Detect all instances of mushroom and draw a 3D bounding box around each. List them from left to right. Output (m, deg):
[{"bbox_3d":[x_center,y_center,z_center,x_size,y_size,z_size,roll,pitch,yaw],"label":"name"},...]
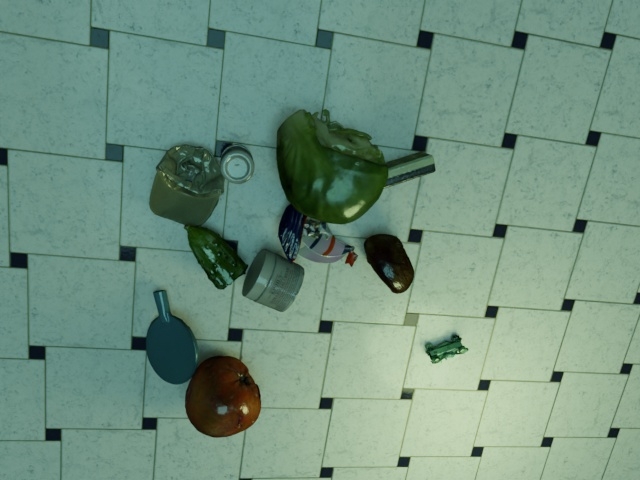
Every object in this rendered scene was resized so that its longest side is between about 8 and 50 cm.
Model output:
[{"bbox_3d":[0.250,0.074,1.753,0.138,0.194,0.231,-40,121,4],"label":"mushroom"}]

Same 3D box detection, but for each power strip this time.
[{"bbox_3d":[0.249,-0.230,1.701,0.257,0.105,0.070,-19,108,-4],"label":"power strip"}]

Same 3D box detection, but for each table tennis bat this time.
[{"bbox_3d":[-0.516,0.331,1.726,0.215,0.044,0.329,-9,93,25],"label":"table tennis bat"}]

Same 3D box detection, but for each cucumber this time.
[{"bbox_3d":[-0.361,0.040,1.670,0.134,0.134,0.244,-38,106,3],"label":"cucumber"}]

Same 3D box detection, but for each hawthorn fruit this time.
[{"bbox_3d":[-0.359,0.567,1.771,0.276,0.276,0.307,35,114,-18],"label":"hawthorn fruit"}]

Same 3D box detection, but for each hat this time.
[{"bbox_3d":[-0.430,-0.177,1.616,0.214,0.149,0.244,22,138,-22],"label":"hat"}]

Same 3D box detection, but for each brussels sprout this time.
[{"bbox_3d":[0.011,-0.217,1.555,0.371,0.276,0.315,44,111,6],"label":"brussels sprout"}]

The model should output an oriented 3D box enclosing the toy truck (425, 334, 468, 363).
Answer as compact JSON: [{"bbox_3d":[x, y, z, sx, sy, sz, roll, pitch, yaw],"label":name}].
[{"bbox_3d":[0.494,0.436,1.976,0.154,0.080,0.078,-19,131,-4],"label":"toy truck"}]

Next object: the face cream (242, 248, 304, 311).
[{"bbox_3d":[-0.158,0.136,1.702,0.153,0.177,0.177,25,101,-18],"label":"face cream"}]

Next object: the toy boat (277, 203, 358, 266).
[{"bbox_3d":[-0.022,0.012,1.718,0.318,0.072,0.219,50,63,-20],"label":"toy boat"}]

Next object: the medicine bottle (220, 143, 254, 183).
[{"bbox_3d":[-0.259,-0.240,1.570,0.105,0.168,0.105,-3,107,-9],"label":"medicine bottle"}]
